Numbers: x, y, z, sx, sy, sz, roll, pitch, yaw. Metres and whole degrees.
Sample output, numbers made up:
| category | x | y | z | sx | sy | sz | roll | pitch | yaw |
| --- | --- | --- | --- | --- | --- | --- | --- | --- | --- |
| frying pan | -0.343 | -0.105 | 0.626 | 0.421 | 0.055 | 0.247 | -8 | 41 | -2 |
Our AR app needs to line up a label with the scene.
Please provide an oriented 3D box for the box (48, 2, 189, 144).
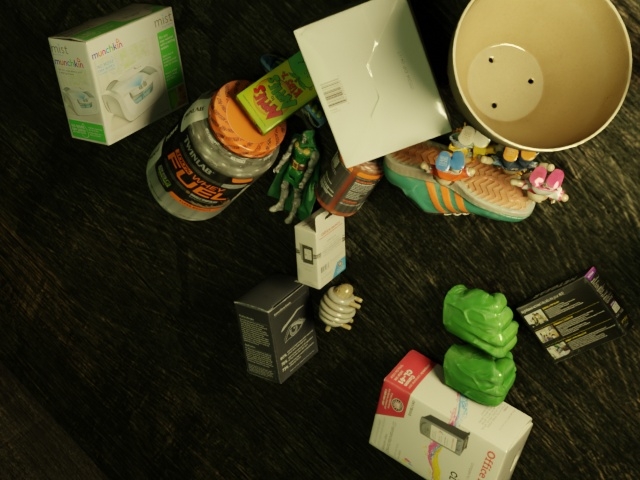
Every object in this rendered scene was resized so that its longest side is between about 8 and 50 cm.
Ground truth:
| category | x | y | z | sx | sy | sz | roll | pitch | yaw |
| --- | --- | --- | --- | --- | --- | --- | --- | --- | --- |
| box | -0.433 | -0.367 | 2.137 | 0.127 | 0.262 | 0.231 | 14 | 124 | 33 |

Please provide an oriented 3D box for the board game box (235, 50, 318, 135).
| category | x | y | z | sx | sy | sz | roll | pitch | yaw |
| --- | --- | --- | --- | --- | --- | --- | --- | --- | --- |
| board game box | -0.066 | -0.296 | 1.939 | 0.092 | 0.181 | 0.043 | 54 | 173 | -2 |

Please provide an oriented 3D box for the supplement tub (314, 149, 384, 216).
| category | x | y | z | sx | sy | sz | roll | pitch | yaw |
| --- | --- | --- | --- | --- | --- | --- | --- | --- | --- |
| supplement tub | 0.071 | -0.142 | 1.971 | 0.106 | 0.106 | 0.198 | 45 | 136 | 8 |

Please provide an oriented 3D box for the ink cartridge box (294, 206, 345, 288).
| category | x | y | z | sx | sy | sz | roll | pitch | yaw |
| --- | --- | --- | --- | --- | --- | --- | --- | --- | --- |
| ink cartridge box | 0.000 | 0.000 | 2.124 | 0.060 | 0.104 | 0.180 | 19 | 127 | 32 |

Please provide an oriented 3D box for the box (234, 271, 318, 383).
| category | x | y | z | sx | sy | sz | roll | pitch | yaw |
| --- | --- | --- | --- | --- | --- | --- | --- | --- | --- |
| box | -0.101 | 0.202 | 2.305 | 0.108 | 0.153 | 0.207 | 13 | 123 | 35 |

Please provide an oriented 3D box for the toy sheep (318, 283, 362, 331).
| category | x | y | z | sx | sy | sz | roll | pitch | yaw |
| --- | --- | --- | --- | --- | --- | --- | --- | --- | --- |
| toy sheep | 0.039 | 0.152 | 2.204 | 0.091 | 0.091 | 0.132 | 31 | 114 | 21 |

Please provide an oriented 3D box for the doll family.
| category | x | y | z | sx | sy | sz | roll | pitch | yaw |
| --- | --- | --- | --- | --- | --- | --- | --- | --- | --- |
| doll family | 0.310 | -0.144 | 1.721 | 0.263 | 0.163 | 0.118 | 11 | 83 | 5 |

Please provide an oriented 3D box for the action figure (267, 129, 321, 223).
| category | x | y | z | sx | sy | sz | roll | pitch | yaw |
| --- | --- | --- | --- | --- | --- | --- | --- | --- | --- |
| action figure | -0.050 | -0.145 | 2.108 | 0.137 | 0.063 | 0.232 | 36 | 131 | 21 |

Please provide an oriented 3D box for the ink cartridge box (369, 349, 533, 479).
| category | x | y | z | sx | sy | sz | roll | pitch | yaw |
| --- | --- | --- | --- | --- | --- | --- | --- | --- | --- |
| ink cartridge box | 0.276 | 0.414 | 2.142 | 0.306 | 0.131 | 0.226 | 29 | 132 | 24 |

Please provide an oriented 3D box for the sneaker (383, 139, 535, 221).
| category | x | y | z | sx | sy | sz | roll | pitch | yaw |
| --- | --- | --- | --- | --- | --- | --- | --- | --- | --- |
| sneaker | 0.258 | -0.098 | 1.856 | 0.302 | 0.108 | 0.121 | 25 | 149 | 20 |

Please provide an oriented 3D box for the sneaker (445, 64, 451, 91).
| category | x | y | z | sx | sy | sz | roll | pitch | yaw |
| --- | --- | --- | --- | --- | --- | --- | --- | --- | --- |
| sneaker | 0.246 | -0.313 | 1.762 | 0.057 | 0.047 | 0.119 | 29 | 132 | 39 |

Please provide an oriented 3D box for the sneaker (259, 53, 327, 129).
| category | x | y | z | sx | sy | sz | roll | pitch | yaw |
| --- | --- | --- | --- | --- | --- | --- | --- | --- | --- |
| sneaker | -0.064 | -0.301 | 2.009 | 0.188 | 0.067 | 0.078 | 49 | 133 | 1 |

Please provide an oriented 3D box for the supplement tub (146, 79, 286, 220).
| category | x | y | z | sx | sy | sz | roll | pitch | yaw |
| --- | --- | --- | --- | --- | --- | --- | --- | --- | --- |
| supplement tub | -0.220 | -0.191 | 2.092 | 0.207 | 0.207 | 0.338 | 53 | 143 | 0 |

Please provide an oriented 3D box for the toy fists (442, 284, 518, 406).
| category | x | y | z | sx | sy | sz | roll | pitch | yaw |
| --- | --- | --- | --- | --- | --- | --- | --- | --- | --- |
| toy fists | 0.331 | 0.217 | 1.995 | 0.142 | 0.096 | 0.279 | 27 | 134 | 39 |

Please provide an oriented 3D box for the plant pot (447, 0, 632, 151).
| category | x | y | z | sx | sy | sz | roll | pitch | yaw |
| --- | --- | --- | --- | --- | --- | --- | --- | --- | --- |
| plant pot | 0.327 | -0.273 | 1.588 | 0.284 | 0.284 | 0.191 | 55 | 173 | -3 |

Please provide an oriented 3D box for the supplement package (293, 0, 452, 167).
| category | x | y | z | sx | sy | sz | roll | pitch | yaw |
| --- | --- | --- | --- | --- | --- | --- | --- | --- | --- |
| supplement package | 0.096 | -0.296 | 1.763 | 0.204 | 0.145 | 0.262 | -19 | 106 | 12 |

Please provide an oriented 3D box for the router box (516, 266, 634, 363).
| category | x | y | z | sx | sy | sz | roll | pitch | yaw |
| --- | --- | --- | --- | --- | --- | --- | --- | --- | --- |
| router box | 0.477 | 0.143 | 1.857 | 0.133 | 0.046 | 0.179 | 55 | 136 | -2 |
